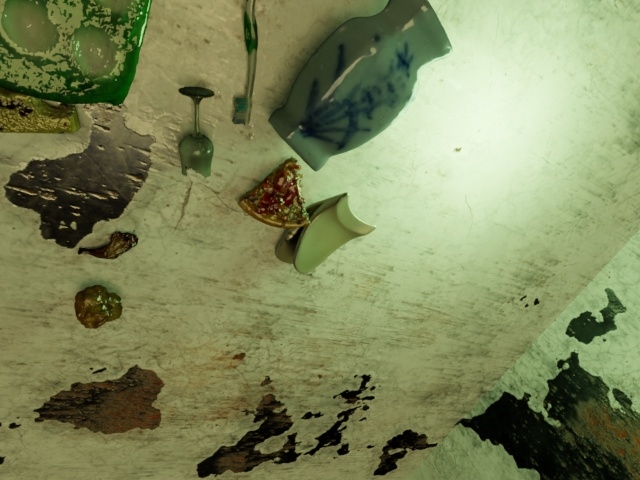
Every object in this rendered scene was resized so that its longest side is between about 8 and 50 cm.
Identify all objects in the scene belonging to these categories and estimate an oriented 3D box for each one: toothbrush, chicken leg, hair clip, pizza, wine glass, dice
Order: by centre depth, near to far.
[{"bbox_3d":[-0.422,-0.396,0.673,0.297,0.300,0.287,17,114,-31],"label":"dice"},{"bbox_3d":[-0.143,-0.445,0.919,0.040,0.042,0.418,-8,128,-32],"label":"toothbrush"},{"bbox_3d":[-0.280,-0.239,0.989,0.079,0.079,0.196,-3,124,-20],"label":"wine glass"},{"bbox_3d":[-0.532,0.018,1.102,0.145,0.037,0.062,-25,108,-4],"label":"chicken leg"},{"bbox_3d":[-0.109,-0.125,1.139,0.200,0.053,0.193,9,108,-9],"label":"pizza"},{"bbox_3d":[-0.002,-0.014,1.260,0.282,0.113,0.172,-43,129,4],"label":"hair clip"}]

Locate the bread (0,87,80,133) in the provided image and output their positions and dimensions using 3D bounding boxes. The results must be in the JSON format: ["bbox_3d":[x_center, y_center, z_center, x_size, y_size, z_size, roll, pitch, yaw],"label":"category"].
[{"bbox_3d":[-0.607,-0.256,0.860,0.226,0.049,0.088,-5,126,-20],"label":"bread"}]

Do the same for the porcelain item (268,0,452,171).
[{"bbox_3d":[0.081,-0.353,0.990,0.405,0.178,0.242,-40,130,12],"label":"porcelain item"}]

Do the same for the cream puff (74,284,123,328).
[{"bbox_3d":[-0.578,0.173,1.147,0.094,0.116,0.122,-14,145,3],"label":"cream puff"}]
